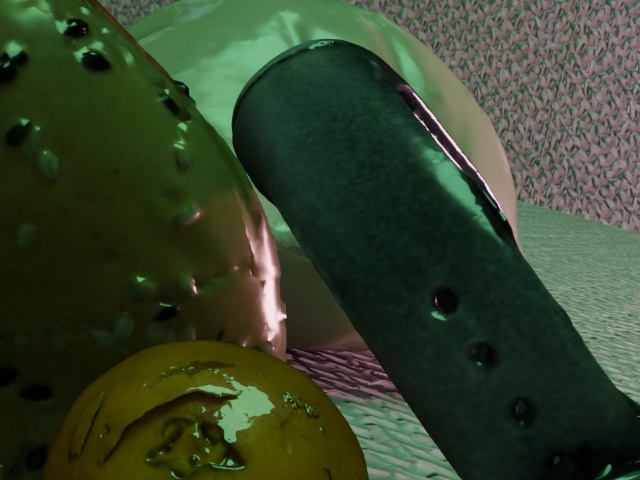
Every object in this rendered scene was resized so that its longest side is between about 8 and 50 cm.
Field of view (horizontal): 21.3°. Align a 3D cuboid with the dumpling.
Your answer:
[{"bbox_3d":[-0.013,-0.037,0.869,0.318,0.187,0.243,17,3,0],"label":"dumpling"}]

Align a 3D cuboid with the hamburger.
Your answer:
[{"bbox_3d":[-0.133,-0.021,0.541,0.288,0.192,0.167,12,16,-14],"label":"hamburger"}]

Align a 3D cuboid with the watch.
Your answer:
[{"bbox_3d":[0.054,0.035,0.550,0.193,0.068,0.206,58,6,32],"label":"watch"}]

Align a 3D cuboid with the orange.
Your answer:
[{"bbox_3d":[-0.028,0.065,0.417,0.084,0.083,0.083,14,6,-2],"label":"orange"}]
